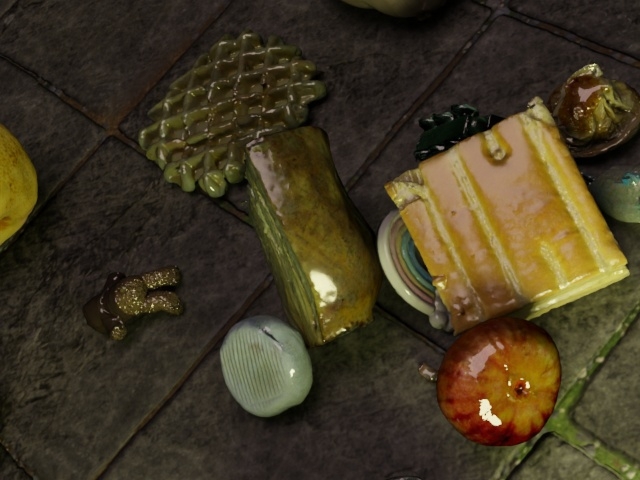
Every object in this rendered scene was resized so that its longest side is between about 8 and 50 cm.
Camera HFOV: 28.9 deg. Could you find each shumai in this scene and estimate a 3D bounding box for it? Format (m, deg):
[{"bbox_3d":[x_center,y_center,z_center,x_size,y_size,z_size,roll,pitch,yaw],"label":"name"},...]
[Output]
[{"bbox_3d":[0.364,-0.187,1.688,0.145,0.116,0.145,-16,50,20],"label":"shumai"}]

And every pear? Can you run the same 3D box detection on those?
[{"bbox_3d":[-0.612,-0.094,2.066,0.271,0.271,0.271,-14,53,20],"label":"pear"}]

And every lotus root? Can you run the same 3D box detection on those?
[{"bbox_3d":[0.005,0.007,1.674,0.149,0.267,0.260,-22,72,-9],"label":"lotus root"}]

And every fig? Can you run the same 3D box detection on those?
[{"bbox_3d":[0.210,0.184,1.519,0.148,0.202,0.149,9,56,-5],"label":"fig"}]

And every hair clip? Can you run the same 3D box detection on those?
[{"bbox_3d":[0.130,0.010,1.682,0.054,0.140,0.220,-35,40,44],"label":"hair clip"}]

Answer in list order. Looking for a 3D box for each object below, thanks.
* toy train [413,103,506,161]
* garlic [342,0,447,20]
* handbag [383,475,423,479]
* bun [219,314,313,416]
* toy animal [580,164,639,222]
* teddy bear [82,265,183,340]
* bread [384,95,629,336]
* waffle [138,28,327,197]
[{"bbox_3d":[0.201,-0.137,1.730,0.170,0.111,0.071,164,120,-67],"label":"toy train"},{"bbox_3d":[0.115,-0.503,1.988,0.322,0.241,0.322,-3,47,3],"label":"garlic"},{"bbox_3d":[0.095,0.405,1.413,0.302,0.149,0.283,-12,56,24],"label":"handbag"},{"bbox_3d":[-0.068,0.167,1.694,0.141,0.083,0.141,9,105,36],"label":"bun"},{"bbox_3d":[0.370,-0.084,1.641,0.253,0.070,0.079,36,122,43],"label":"toy animal"},{"bbox_3d":[-0.293,0.089,1.888,0.160,0.078,0.119,-21,55,14],"label":"teddy bear"},{"bbox_3d":[0.234,-0.023,1.592,0.239,0.111,0.246,-25,76,9],"label":"bread"},{"bbox_3d":[-0.153,-0.216,2.036,0.309,0.056,0.292,-46,49,-5],"label":"waffle"}]
